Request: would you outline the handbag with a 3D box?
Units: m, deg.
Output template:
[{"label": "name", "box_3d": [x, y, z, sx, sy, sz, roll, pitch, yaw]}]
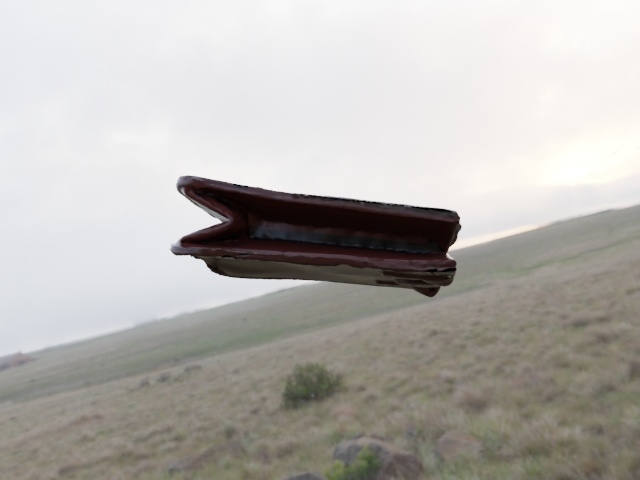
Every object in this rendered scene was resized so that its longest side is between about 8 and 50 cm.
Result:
[{"label": "handbag", "box_3d": [-0.001, 0.001, 0.787, 0.275, 0.084, 0.260, 7, -8, 2]}]
